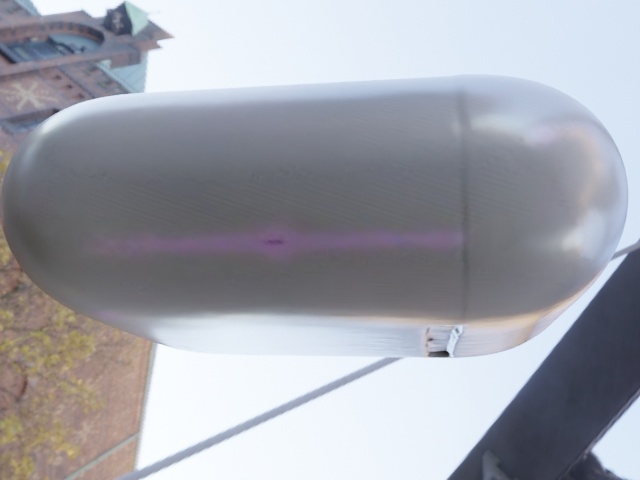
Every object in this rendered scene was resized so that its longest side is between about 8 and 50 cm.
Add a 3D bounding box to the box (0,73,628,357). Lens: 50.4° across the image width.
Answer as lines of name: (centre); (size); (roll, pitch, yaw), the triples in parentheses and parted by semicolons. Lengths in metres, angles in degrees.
box: (0.000, 0.001, 0.456); (0.349, 0.288, 0.141); (-1, -108, 8)
